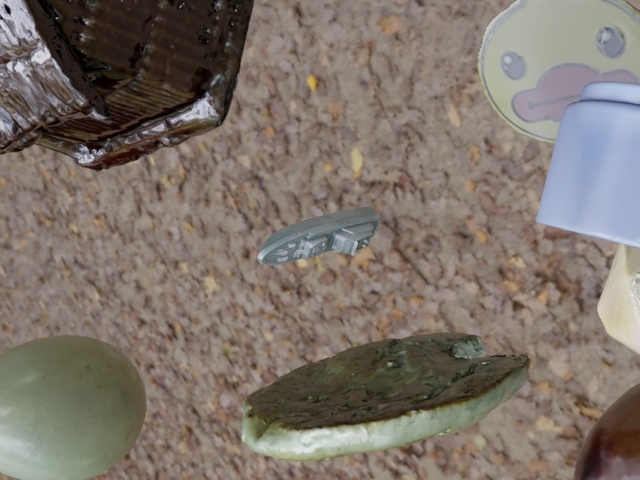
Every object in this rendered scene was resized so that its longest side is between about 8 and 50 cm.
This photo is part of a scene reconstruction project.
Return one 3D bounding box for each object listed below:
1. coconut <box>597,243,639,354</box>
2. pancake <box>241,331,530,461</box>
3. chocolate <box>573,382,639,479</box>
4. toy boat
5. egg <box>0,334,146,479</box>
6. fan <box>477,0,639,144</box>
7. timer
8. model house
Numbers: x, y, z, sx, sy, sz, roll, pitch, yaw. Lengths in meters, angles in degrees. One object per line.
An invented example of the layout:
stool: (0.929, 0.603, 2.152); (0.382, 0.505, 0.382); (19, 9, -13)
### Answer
coconut: (0.710, 0.102, 1.586); (0.353, 0.353, 0.352); (30, 135, 35)
pancake: (0.050, 0.130, 0.711); (0.254, 0.254, 0.037); (-6, 101, 52)
chocolate: (0.255, 0.162, 0.577); (0.177, 0.177, 0.176); (30, 135, 35)
toy boat: (0.000, 0.000, 1.537); (0.085, 0.261, 0.078); (56, 147, 31)
egg: (-0.393, 0.247, 1.215); (0.218, 0.295, 0.218); (-7, 77, 34)
fan: (0.319, -0.175, 1.035); (0.230, 0.011, 0.335); (-5, 123, 40)
timer: (0.412, -0.010, 0.756); (0.395, 0.395, 0.173); (19, 96, 43)
model house: (-0.230, -0.222, 0.674); (0.317, 0.283, 0.297); (-5, 82, 46)
